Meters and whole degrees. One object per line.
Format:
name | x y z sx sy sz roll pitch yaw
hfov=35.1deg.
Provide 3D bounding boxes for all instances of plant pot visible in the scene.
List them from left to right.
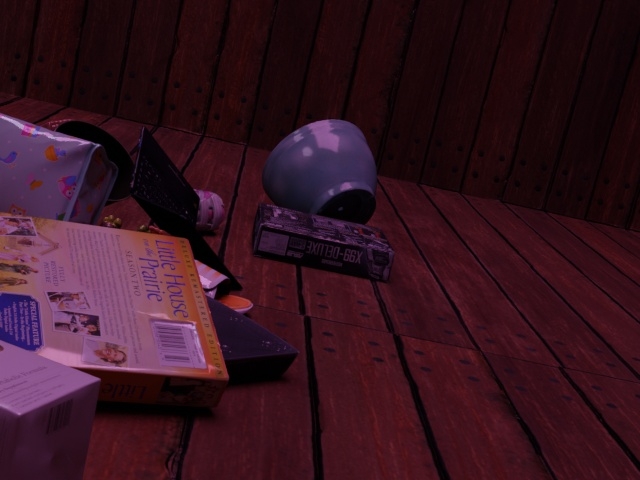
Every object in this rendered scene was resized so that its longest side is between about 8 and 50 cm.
plant pot | 0.023 -0.128 2.543 0.293 0.293 0.196 4 43 -37

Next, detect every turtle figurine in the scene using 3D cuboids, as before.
turtle figurine | -0.369 0.005 1.887 0.270 0.087 0.217 4 5 0

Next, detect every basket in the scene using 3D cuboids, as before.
basket | -0.494 -0.106 1.904 0.227 0.154 0.204 -24 -28 31

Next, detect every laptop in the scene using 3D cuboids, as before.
laptop | -0.248 -0.064 1.938 0.137 0.264 0.234 -12 -40 18

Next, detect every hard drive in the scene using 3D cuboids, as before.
hard drive | -0.174 0.144 1.542 0.172 0.054 0.255 0 18 -45

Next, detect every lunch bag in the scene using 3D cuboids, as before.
lunch bag | -0.489 -0.054 1.676 0.223 0.262 0.160 17 -11 6

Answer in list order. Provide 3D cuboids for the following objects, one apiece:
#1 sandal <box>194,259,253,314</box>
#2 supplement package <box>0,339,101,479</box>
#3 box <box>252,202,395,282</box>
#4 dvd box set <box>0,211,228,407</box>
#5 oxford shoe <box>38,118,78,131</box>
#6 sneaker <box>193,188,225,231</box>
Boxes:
sandal | -0.244 0.068 1.756 0.265 0.076 0.102 14 13 4
supplement package | -0.368 0.175 1.013 0.244 0.133 0.139 17 12 18
box | 0.000 0.000 2.320 0.307 0.076 0.242 12 12 -8
dvd box set | -0.352 0.081 1.336 0.420 0.062 0.307 8 35 -27
oxford shoe | -0.751 -0.213 2.464 0.397 0.140 0.146 -2 -12 -37
sneaker | -0.273 -0.069 2.284 0.111 0.103 0.252 12 13 2
